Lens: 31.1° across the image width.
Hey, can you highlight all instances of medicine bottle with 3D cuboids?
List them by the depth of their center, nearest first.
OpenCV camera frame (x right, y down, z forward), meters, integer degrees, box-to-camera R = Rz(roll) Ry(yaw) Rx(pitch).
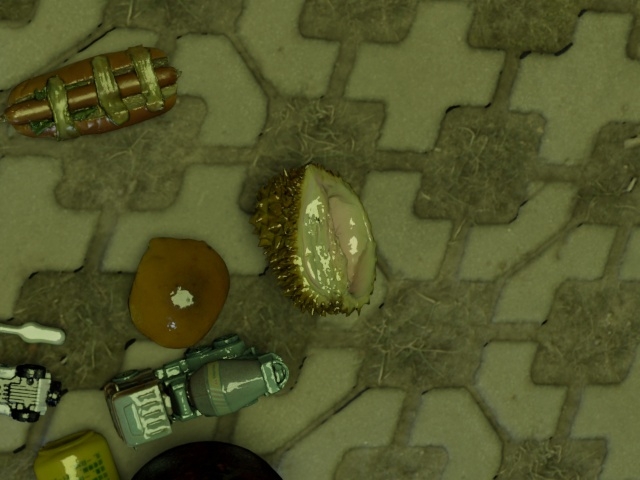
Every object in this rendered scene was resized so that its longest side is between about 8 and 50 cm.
[{"bbox_3d":[-0.322,0.432,1.681,0.111,0.076,0.309,-20,97,-16],"label":"medicine bottle"}]

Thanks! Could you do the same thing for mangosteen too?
[{"bbox_3d":[-0.152,0.418,1.619,0.288,0.288,0.288,-1,93,-14],"label":"mangosteen"}]

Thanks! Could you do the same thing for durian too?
[{"bbox_3d":[-0.011,0.005,1.712,0.138,0.183,0.250,-17,102,24],"label":"durian"}]

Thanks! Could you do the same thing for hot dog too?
[{"bbox_3d":[-0.328,-0.207,1.651,0.269,0.072,0.109,-17,94,-13],"label":"hot dog"}]

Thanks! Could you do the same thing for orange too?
[{"bbox_3d":[-0.203,0.078,1.681,0.160,0.112,0.170,-26,110,-12],"label":"orange"}]

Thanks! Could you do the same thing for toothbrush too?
[{"bbox_3d":[-0.570,0.104,1.622,0.418,0.040,0.042,10,93,-14],"label":"toothbrush"}]

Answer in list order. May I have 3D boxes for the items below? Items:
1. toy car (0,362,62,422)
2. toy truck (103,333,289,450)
[{"bbox_3d":[-0.456,0.210,1.640,0.170,0.070,0.080,8,91,-12],"label":"toy car"},{"bbox_3d":[-0.179,0.219,1.672,0.256,0.140,0.108,-17,97,-12],"label":"toy truck"}]
